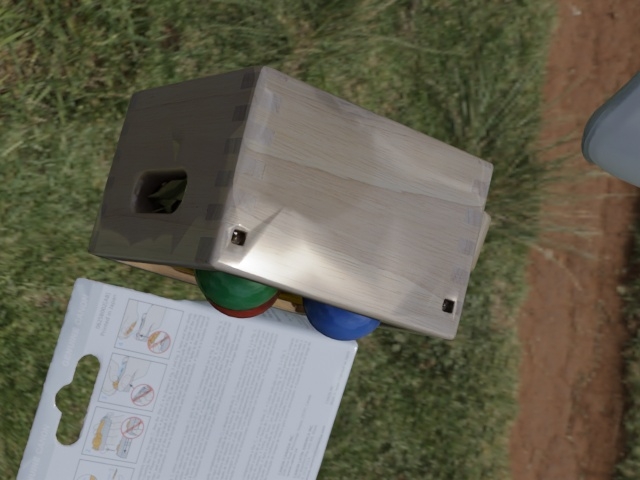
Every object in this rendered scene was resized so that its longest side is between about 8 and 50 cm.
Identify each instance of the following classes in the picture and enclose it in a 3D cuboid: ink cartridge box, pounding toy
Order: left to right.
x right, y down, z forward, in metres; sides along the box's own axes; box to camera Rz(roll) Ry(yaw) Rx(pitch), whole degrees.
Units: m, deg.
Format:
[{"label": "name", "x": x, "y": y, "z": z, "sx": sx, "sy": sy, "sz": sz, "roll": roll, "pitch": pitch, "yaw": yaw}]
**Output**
[{"label": "ink cartridge box", "x": -0.104, "y": 0.135, "z": 0.856, "sx": 0.232, "sy": 0.066, "sz": 0.189, "roll": 16, "pitch": 96, "yaw": -17}, {"label": "pounding toy", "x": -0.001, "y": 0.001, "z": 0.537, "sx": 0.206, "sy": 0.181, "sz": 0.094, "roll": 19, "pitch": 81, "yaw": -32}]

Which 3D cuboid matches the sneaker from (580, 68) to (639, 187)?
[{"label": "sneaker", "x": 0.154, "y": -0.168, "z": 0.358, "sx": 0.122, "sy": 0.146, "sz": 0.330, "roll": 20, "pitch": 79, "yaw": -65}]
